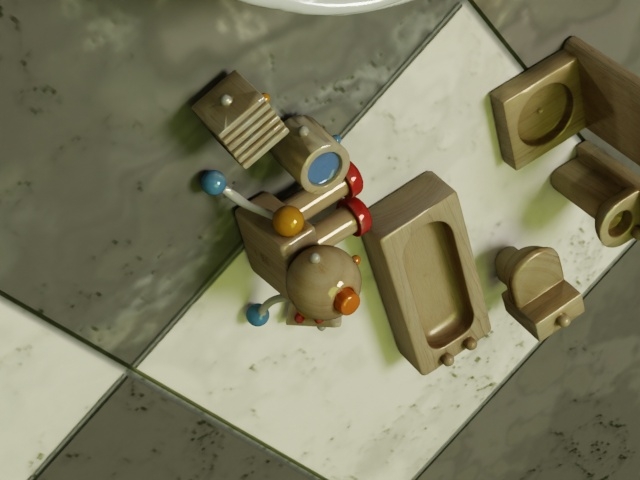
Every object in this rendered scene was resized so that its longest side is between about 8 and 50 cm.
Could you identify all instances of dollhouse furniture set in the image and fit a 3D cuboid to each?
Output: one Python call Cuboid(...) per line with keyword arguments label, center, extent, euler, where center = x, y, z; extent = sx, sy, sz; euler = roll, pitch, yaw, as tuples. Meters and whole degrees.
Cuboid(label="dollhouse furniture set", center=(0.122, 0.009, 0.694), extent=(0.151, 0.123, 0.144), euler=(-32, 134, -13))

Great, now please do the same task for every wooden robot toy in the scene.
Cuboid(label="wooden robot toy", center=(0.000, 0.000, 0.631), extent=(0.076, 0.079, 0.173), euler=(-30, 134, -15))

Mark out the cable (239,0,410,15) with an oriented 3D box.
Cuboid(label="cable", center=(0.021, -0.207, 0.475), extent=(0.257, 0.089, 0.257), euler=(-6, 132, -34))
